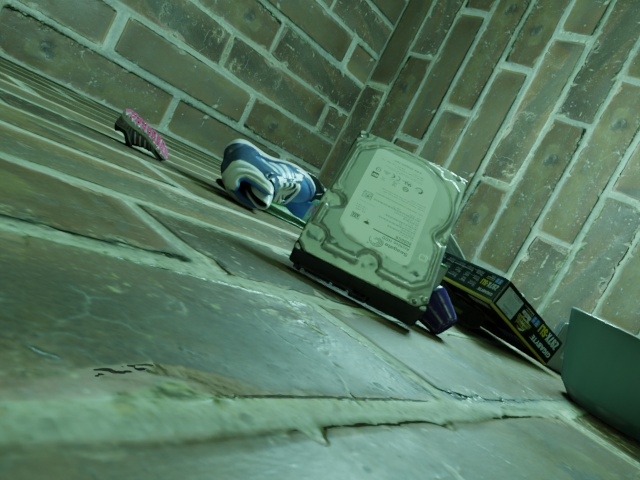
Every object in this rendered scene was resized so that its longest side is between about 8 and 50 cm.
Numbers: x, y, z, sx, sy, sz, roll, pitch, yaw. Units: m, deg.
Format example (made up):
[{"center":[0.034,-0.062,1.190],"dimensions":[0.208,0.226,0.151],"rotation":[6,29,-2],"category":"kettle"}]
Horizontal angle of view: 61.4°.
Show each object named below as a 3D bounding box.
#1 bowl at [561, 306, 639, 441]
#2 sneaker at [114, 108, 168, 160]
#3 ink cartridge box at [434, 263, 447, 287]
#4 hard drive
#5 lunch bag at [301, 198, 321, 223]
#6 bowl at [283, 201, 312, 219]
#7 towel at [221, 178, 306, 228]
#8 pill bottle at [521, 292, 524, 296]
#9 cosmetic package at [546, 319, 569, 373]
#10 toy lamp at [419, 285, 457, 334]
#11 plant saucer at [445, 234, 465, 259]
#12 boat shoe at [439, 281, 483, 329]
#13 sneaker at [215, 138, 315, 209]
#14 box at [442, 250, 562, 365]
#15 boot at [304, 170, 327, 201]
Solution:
[{"center":[0.587,0.269,1.013],"dimensions":[0.311,0.163,0.311],"rotation":[28,5,-3],"category":"bowl"},{"center":[-0.491,-0.276,1.470],"dimensions":[0.170,0.075,0.063],"rotation":[48,19,-33],"category":"sneaker"},{"center":[0.124,0.032,1.241],"dimensions":[0.201,0.117,0.278],"rotation":[25,6,-24],"category":"ink cartridge box"},{"center":[0.116,-0.040,0.963],"dimensions":[0.237,0.339,0.064],"rotation":[27,-38,3],"category":"hard drive"},{"center":[0.086,-0.033,1.770],"dimensions":[0.279,0.108,0.224],"rotation":[30,5,26],"category":"lunch bag"},{"center":[-0.001,-0.090,2.097],"dimensions":[0.391,0.077,0.391],"rotation":[27,5,-2],"category":"bowl"},{"center":[-0.188,-0.132,1.755],"dimensions":[0.248,0.038,0.325],"rotation":[26,5,-24],"category":"towel"},{"center":[0.569,0.190,1.886],"dimensions":[0.246,0.136,0.136],"rotation":[28,5,6],"category":"pill bottle"},{"center":[0.667,0.291,1.448],"dimensions":[0.107,0.127,0.238],"rotation":[30,4,19],"category":"cosmetic package"},{"center":[0.153,0.049,0.999],"dimensions":[0.274,0.080,0.080],"rotation":[56,18,25],"category":"toy lamp"},{"center":[0.313,0.043,1.675],"dimensions":[0.400,0.100,0.400],"rotation":[59,-8,14],"category":"plant saucer"},{"center":[0.314,0.159,1.341],"dimensions":[0.190,0.068,0.072],"rotation":[41,-4,18],"category":"boat shoe"},{"center":[-0.140,-0.137,1.523],"dimensions":[0.323,0.130,0.236],"rotation":[29,31,-31],"category":"sneaker"},{"center":[0.414,0.153,1.358],"dimensions":[0.257,0.079,0.322],"rotation":[42,-4,-26],"category":"box"},{"center":[-0.060,-0.195,1.949],"dimensions":[0.236,0.085,0.178],"rotation":[31,-1,-43],"category":"boot"}]
